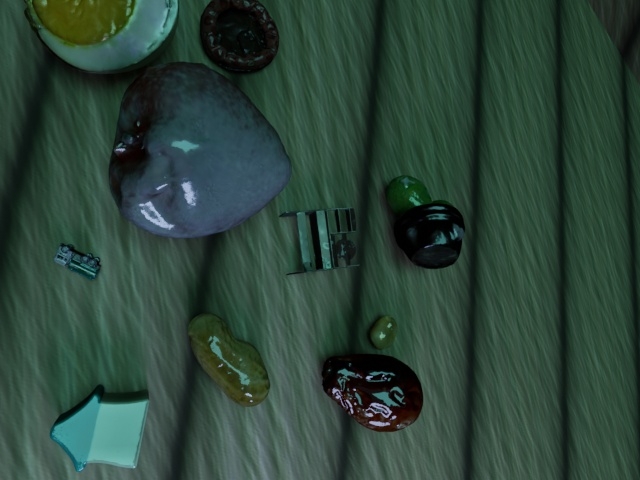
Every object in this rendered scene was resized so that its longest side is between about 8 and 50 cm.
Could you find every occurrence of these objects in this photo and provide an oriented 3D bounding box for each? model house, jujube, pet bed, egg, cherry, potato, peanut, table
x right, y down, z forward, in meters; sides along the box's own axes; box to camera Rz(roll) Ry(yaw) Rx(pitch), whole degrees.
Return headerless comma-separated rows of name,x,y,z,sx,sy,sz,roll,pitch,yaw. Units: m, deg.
model house,-0.398,0.336,0.742,0.149,0.100,0.126,13,77,-24
jujube,0.116,0.339,0.937,0.237,0.168,0.168,23,73,-12
pet bed,-0.193,-0.501,0.988,0.202,0.053,0.201,6,77,-27
egg,-0.416,-0.459,0.830,0.287,0.174,0.264,-35,96,1
cherry,-0.235,-0.150,0.787,0.335,0.292,0.326,42,66,-40
potato,0.158,0.229,1.021,0.083,0.062,0.068,-53,135,2
peanut,-0.189,0.246,0.853,0.226,0.095,0.108,49,51,-5
table,0.000,0.000,0.987,0.176,0.062,0.146,-5,84,-23

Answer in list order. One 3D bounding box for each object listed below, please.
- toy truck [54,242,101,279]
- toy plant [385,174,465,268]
toy truck,-0.469,0.041,0.792,0.083,0.039,0.044,31,85,-18
toy plant,0.272,-0.051,1.067,0.218,0.175,0.235,22,46,-26
